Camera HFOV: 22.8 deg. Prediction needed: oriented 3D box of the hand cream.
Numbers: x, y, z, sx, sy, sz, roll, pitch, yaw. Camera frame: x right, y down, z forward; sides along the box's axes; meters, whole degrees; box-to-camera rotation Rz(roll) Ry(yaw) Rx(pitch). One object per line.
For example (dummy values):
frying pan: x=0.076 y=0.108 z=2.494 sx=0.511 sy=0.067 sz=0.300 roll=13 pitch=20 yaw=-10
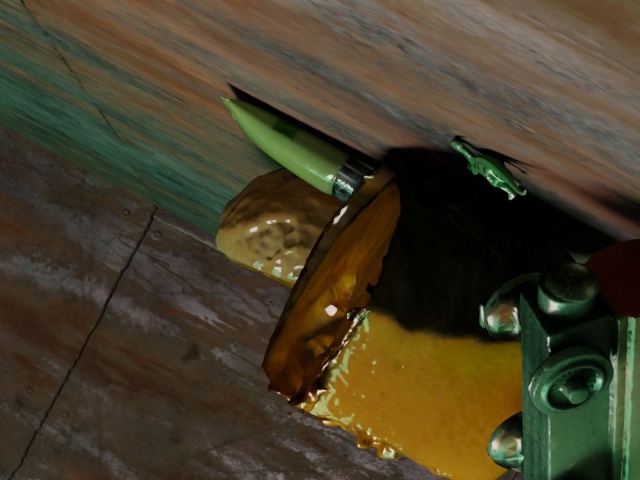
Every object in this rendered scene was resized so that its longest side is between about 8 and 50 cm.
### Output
hand cream: x=-0.018 y=-0.088 z=1.559 sx=0.175 sy=0.046 sz=0.095 roll=34 pitch=176 yaw=10

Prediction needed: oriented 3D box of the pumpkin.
pumpkin: x=0.093 y=0.074 z=1.417 sx=0.225 sy=0.256 sz=0.303 roll=30 pitch=-177 yaw=-16

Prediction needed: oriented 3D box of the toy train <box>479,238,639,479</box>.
toy train: x=0.225 y=0.119 z=1.235 sx=0.116 sy=0.177 sz=0.285 roll=-118 pitch=15 yaw=-48

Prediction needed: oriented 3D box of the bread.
bread: x=0.000 y=0.000 z=1.829 sx=0.244 sy=0.134 sz=0.244 roll=24 pitch=174 yaw=3

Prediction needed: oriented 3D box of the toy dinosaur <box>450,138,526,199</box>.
toy dinosaur: x=0.130 y=-0.059 z=1.222 sx=0.062 sy=0.021 sz=0.083 roll=42 pitch=174 yaw=-8
